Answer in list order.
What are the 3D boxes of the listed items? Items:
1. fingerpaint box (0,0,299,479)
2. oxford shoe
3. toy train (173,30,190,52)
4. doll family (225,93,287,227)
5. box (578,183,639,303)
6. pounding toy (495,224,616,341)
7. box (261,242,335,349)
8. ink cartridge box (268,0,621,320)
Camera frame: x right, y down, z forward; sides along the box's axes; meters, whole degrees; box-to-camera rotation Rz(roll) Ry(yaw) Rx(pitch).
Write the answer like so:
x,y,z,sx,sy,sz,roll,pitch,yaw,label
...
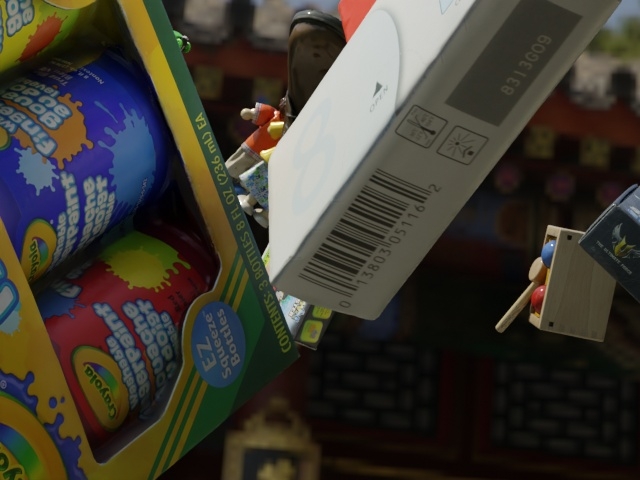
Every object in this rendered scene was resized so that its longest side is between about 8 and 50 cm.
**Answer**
x,y,z,sx,sy,sz,roll,pitch,yaw,label
-0.238,-0.025,1.402,0.163,0.445,0.371,-10,17,37,fingerpaint box
0.002,-0.121,1.862,0.083,0.096,0.227,15,-35,18,oxford shoe
-0.139,-0.140,1.673,0.083,0.024,0.017,-54,-30,13,toy train
0.015,-0.059,2.248,0.263,0.163,0.118,40,10,-12,doll family
0.358,0.051,1.902,0.059,0.233,0.183,-47,-7,15,box
0.259,0.051,2.161,0.100,0.130,0.141,12,2,-1,pounding toy
0.000,0.000,2.094,0.036,0.207,0.114,25,3,-39,box
0.066,-0.180,1.399,0.091,0.385,0.308,20,-53,-21,ink cartridge box
